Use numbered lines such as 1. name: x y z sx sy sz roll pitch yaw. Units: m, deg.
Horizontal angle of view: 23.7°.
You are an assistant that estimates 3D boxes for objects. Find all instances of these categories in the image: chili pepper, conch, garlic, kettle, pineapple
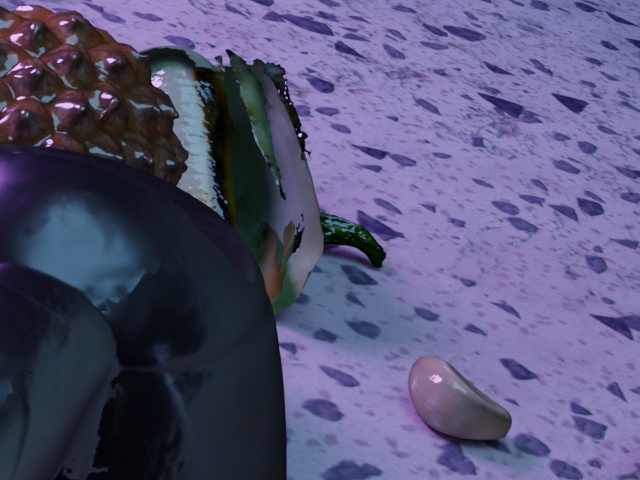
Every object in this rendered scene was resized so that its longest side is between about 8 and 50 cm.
1. chili pepper: -0.003 -0.003 1.265 0.118 0.035 0.055 13 36 -36
2. conch: -0.077 -0.064 1.188 0.143 0.137 0.250 -33 43 -22
3. garlic: 0.096 0.115 1.080 0.083 0.041 0.053 32 13 9
4. kettle: -0.129 0.130 0.530 0.228 0.324 0.321 20 24 2
5. pineapple: -0.210 0.015 0.897 0.222 0.223 0.357 18 35 -2
